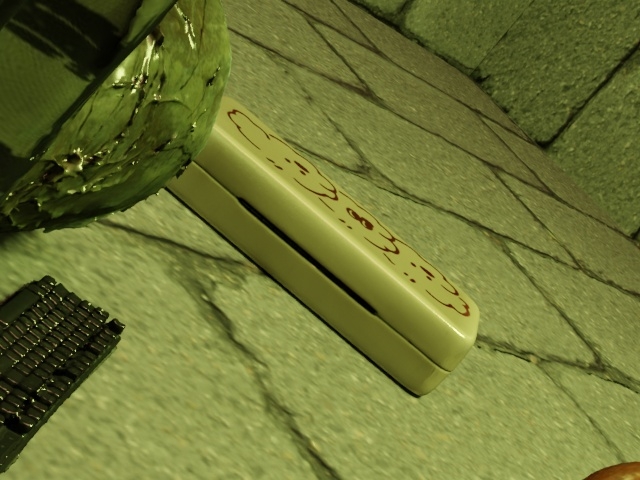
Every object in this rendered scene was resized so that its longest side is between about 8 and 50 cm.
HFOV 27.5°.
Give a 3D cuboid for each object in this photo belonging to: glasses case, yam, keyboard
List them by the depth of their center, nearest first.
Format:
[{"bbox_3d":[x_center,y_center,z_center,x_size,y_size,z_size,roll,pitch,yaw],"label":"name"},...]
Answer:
[{"bbox_3d":[-0.173,0.070,0.754,0.072,0.023,0.231,37,16,-2],"label":"keyboard"},{"bbox_3d":[-0.215,-0.112,0.786,0.241,0.241,0.348,43,20,10],"label":"yam"},{"bbox_3d":[0.000,0.000,1.234,0.336,0.076,0.144,40,16,-2],"label":"glasses case"}]

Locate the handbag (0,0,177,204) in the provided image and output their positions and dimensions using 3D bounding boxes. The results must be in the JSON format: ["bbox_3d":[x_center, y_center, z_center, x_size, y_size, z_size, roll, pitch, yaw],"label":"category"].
[{"bbox_3d":[-0.249,-0.113,0.527,0.325,0.327,0.162,44,12,8],"label":"handbag"}]

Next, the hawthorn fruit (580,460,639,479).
[{"bbox_3d":[0.227,0.249,1.029,0.189,0.149,0.149,-4,26,-6],"label":"hawthorn fruit"}]
